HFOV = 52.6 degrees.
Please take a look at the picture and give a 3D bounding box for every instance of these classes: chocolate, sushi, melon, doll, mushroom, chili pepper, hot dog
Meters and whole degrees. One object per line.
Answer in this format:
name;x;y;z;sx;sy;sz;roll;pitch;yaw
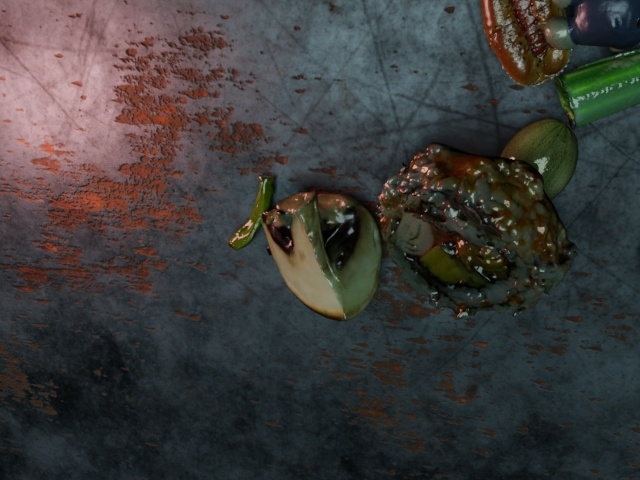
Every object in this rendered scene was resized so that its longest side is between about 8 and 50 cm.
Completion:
chocolate;0.581;-0.298;1.162;0.291;0.110;0.110;-18;106;15
sushi;0.288;-0.003;1.264;0.417;0.176;0.418;28;148;19
melon;0.417;-0.144;1.257;0.139;0.139;0.192;29;118;1
doll;0.506;-0.456;1.097;0.228;0.154;0.259;0;98;-15
mushroom;-0.001;0.003;1.440;0.217;0.212;0.292;11;140;58
chili pepper;-0.150;-0.060;1.485;0.052;0.050;0.202;45;118;37
hot dog;0.372;-0.416;1.192;0.144;0.075;0.268;-19;109;18
